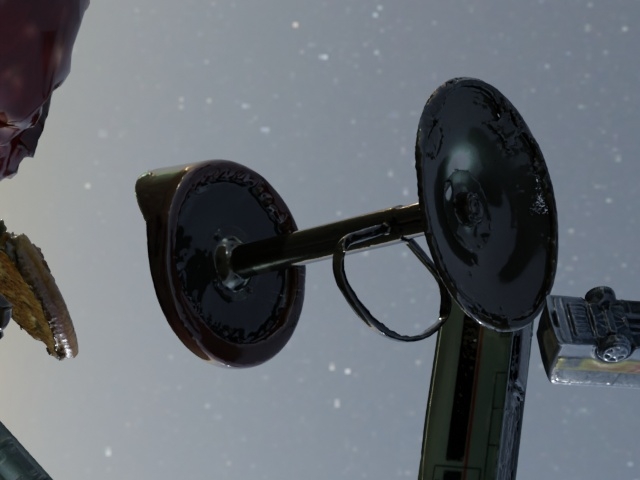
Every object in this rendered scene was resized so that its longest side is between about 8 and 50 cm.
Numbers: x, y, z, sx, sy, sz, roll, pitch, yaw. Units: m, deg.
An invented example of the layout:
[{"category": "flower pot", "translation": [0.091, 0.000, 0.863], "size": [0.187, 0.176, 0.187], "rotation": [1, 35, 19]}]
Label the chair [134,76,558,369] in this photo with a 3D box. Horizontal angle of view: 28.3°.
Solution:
[{"category": "chair", "translation": [0.000, 0.000, 1.211], "size": [0.401, 0.226, 0.227], "rotation": [-11, -103, 39]}]

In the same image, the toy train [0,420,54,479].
[{"category": "toy train", "translation": [-0.345, 0.226, 1.270], "size": [0.409, 0.086, 0.089], "rotation": [46, -62, 4]}]

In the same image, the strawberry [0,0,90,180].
[{"category": "strawberry", "translation": [-0.297, -0.188, 0.734], "size": [0.318, 0.295, 0.345], "rotation": [-62, 158, -4]}]

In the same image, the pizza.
[{"category": "pizza", "translation": [-0.338, 0.038, 1.389], "size": [0.195, 0.052, 0.185], "rotation": [23, -40, 40]}]

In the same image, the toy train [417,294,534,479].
[{"category": "toy train", "translation": [0.136, 0.212, 1.182], "size": [0.086, 0.088, 0.407], "rotation": [51, 45, -59]}]

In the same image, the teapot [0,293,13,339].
[{"category": "teapot", "translation": [-0.277, 0.075, 0.982], "size": [0.121, 0.068, 0.076], "rotation": [-37, -172, 30]}]

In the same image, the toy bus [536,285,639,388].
[{"category": "toy bus", "translation": [0.275, 0.086, 1.062], "size": [0.075, 0.190, 0.064], "rotation": [103, -14, -47]}]
